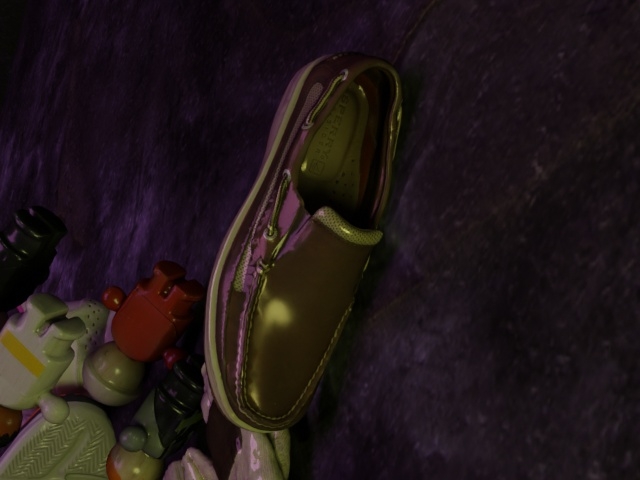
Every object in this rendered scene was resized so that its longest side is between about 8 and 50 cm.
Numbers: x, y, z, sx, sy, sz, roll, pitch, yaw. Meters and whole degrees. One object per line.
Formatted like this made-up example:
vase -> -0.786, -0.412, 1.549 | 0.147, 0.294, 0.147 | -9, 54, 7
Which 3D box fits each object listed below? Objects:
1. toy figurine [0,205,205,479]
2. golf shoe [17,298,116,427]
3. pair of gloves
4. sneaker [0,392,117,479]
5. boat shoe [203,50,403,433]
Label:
toy figurine -> -0.199, 0.098, 1.252 | 0.148, 0.213, 0.209 | -54, 32, 21
golf shoe -> -0.278, 0.134, 1.548 | 0.306, 0.140, 0.115 | 129, 147, -52
pair of gloves -> -0.081, 0.208, 1.074 | 0.204, 0.042, 0.240 | -105, 32, -42
sneaker -> -0.292, 0.251, 1.525 | 0.180, 0.125, 0.321 | -111, 39, -56
boat shoe -> -0.007, -0.002, 0.979 | 0.095, 0.095, 0.257 | -4, 72, 63
